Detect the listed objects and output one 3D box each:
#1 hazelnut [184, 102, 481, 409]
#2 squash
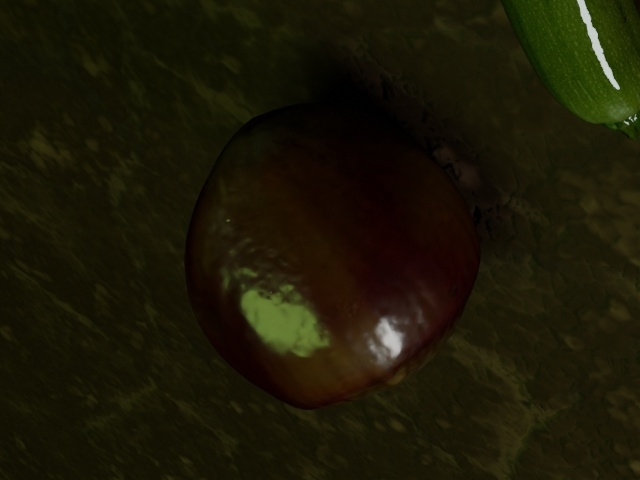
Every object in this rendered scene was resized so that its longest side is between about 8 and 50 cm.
[{"bbox_3d":[0.000,0.000,1.004,0.208,0.208,0.208,27,148,19],"label":"hazelnut"},{"bbox_3d":[0.120,-0.148,0.785,0.069,0.069,0.258,10,139,40],"label":"squash"}]
